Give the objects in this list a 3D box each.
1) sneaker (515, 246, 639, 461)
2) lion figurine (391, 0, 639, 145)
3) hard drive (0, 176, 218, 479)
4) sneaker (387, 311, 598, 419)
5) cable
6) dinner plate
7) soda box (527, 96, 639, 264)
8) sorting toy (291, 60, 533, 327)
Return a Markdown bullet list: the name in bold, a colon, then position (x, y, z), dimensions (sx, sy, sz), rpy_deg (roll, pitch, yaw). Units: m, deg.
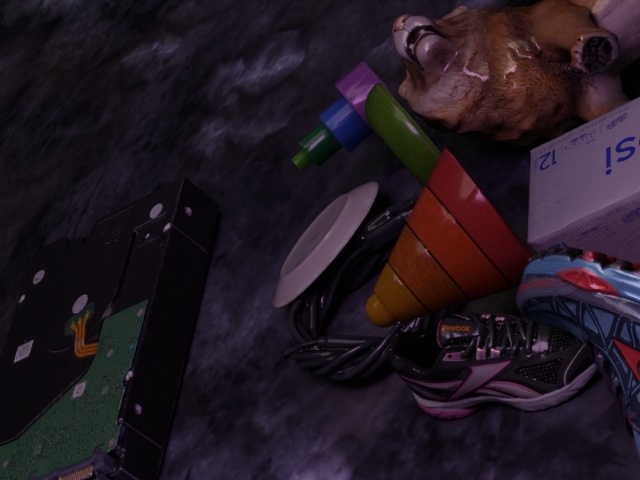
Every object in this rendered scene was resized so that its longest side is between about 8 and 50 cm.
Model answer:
- **sneaker**: position (0.211, 0.085, 1.050), dimensions (0.262, 0.104, 0.125), rpy_deg (21, 88, 49)
- **lion figurine**: position (0.248, -0.201, 1.316), dimensions (0.392, 0.142, 0.240), rpy_deg (-35, 23, -1)
- **hard drive**: position (-0.224, 0.117, 1.613), dimensions (0.237, 0.064, 0.339), rpy_deg (-25, 39, 35)
- **sneaker**: position (0.121, 0.082, 1.204), dimensions (0.178, 0.077, 0.072), rpy_deg (-23, 42, 36)
- **cable**: position (0.045, 0.053, 1.370), dimensions (0.184, 0.047, 0.150), rpy_deg (-38, 39, 15)
- **dinner plate**: position (0.000, 0.000, 1.453), dimensions (0.141, 0.017, 0.141), rpy_deg (-50, 11, 13)
- **soda box**: position (0.281, -0.060, 1.137), dimensions (0.286, 0.091, 0.098), rpy_deg (-27, 37, 32)
- **sorting toy**: position (0.051, -0.032, 1.317), dimensions (0.126, 0.127, 0.365), rpy_deg (-41, 29, 4)
